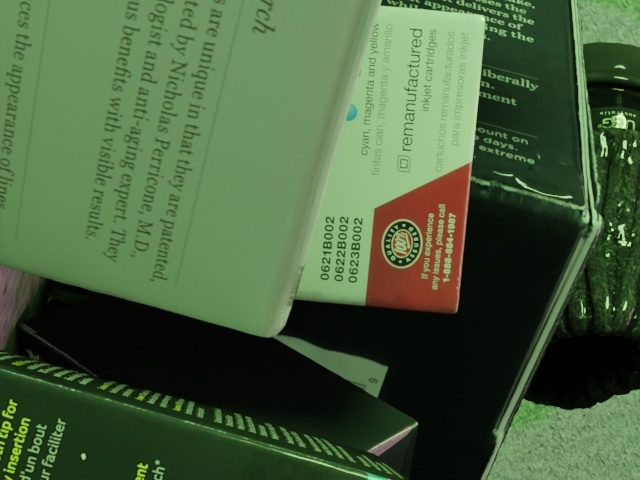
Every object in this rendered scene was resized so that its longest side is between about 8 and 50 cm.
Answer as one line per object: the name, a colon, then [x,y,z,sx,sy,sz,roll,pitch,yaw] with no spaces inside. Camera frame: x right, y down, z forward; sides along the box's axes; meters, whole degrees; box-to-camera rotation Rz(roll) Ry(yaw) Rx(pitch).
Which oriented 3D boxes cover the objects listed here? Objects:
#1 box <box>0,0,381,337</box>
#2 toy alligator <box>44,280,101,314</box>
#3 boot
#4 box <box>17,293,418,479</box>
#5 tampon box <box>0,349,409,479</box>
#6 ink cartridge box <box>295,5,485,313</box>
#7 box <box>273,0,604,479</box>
box: [-0.037,-0.101,0.420,0.181,0.119,0.182,-79,-175,-55]
toy alligator: [-0.131,0.055,0.739,0.051,0.056,0.190,-2,114,-49]
boot: [0.208,0.026,1.137,0.348,0.131,0.260,84,10,-66]
box: [-0.064,0.176,0.692,0.103,0.184,0.261,-23,130,-46]
tampon box: [-0.068,0.099,0.373,0.101,0.161,0.120,129,-23,-84]
ink cartridge box: [-0.025,-0.043,0.611,0.127,0.176,0.128,-81,176,-85]
box: [0.000,0.000,1.077,0.472,0.297,0.480,-76,-178,-55]
